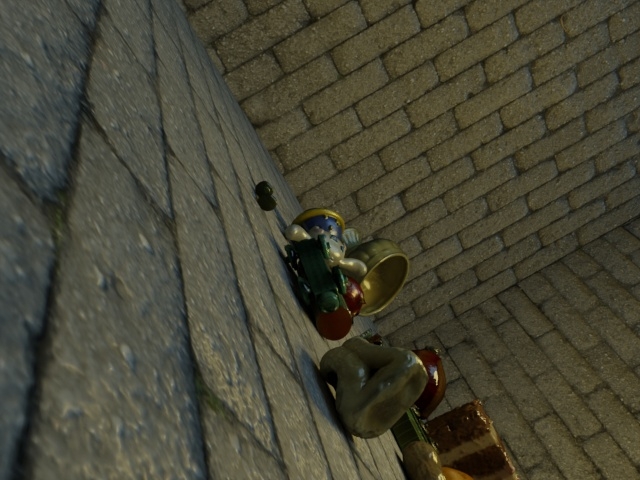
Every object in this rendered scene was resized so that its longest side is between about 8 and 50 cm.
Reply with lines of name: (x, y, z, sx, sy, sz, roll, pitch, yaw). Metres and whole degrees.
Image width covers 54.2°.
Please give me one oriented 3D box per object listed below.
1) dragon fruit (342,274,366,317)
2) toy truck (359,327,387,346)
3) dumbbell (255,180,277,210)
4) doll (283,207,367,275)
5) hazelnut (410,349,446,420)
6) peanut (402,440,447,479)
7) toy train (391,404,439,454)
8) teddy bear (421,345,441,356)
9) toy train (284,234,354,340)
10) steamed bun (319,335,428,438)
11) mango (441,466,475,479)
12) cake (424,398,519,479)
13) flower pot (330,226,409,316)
dragon fruit: (0.042, 0.148, 1.835, 0.246, 0.125, 0.125, 38, 29, -35)
toy truck: (0.227, 0.436, 2.396, 0.177, 0.080, 0.115, 57, -6, -23)
dumbbell: (-0.146, -0.119, 1.665, 0.052, 0.046, 0.118, 54, 6, -24)
doll: (-0.028, -0.004, 1.918, 0.311, 0.160, 0.242, 23, 44, -45)
hazelnut: (0.279, 0.449, 1.949, 0.229, 0.230, 0.229, 60, 3, -5)
peanut: (0.250, 0.556, 1.457, 0.228, 0.086, 0.104, -111, -171, -68)
toy train: (0.244, 0.521, 1.734, 0.137, 0.090, 0.225, 47, 12, -48)
teddy bear: (0.337, 0.505, 2.254, 0.144, 0.251, 0.171, 57, 19, -37)
toy train: (-0.001, 0.107, 1.460, 0.285, 0.116, 0.177, -117, -171, -59)
steamed bun: (0.075, 0.235, 1.082, 0.155, 0.172, 0.140, 40, -21, 38)
mango: (0.383, 0.713, 1.714, 0.187, 0.138, 0.257, 49, -4, 6)
cake: (0.473, 0.710, 2.063, 0.290, 0.282, 0.256, 65, 10, 10)
flower pot: (0.140, 0.103, 2.259, 0.244, 0.307, 0.307, 38, -11, 36)
